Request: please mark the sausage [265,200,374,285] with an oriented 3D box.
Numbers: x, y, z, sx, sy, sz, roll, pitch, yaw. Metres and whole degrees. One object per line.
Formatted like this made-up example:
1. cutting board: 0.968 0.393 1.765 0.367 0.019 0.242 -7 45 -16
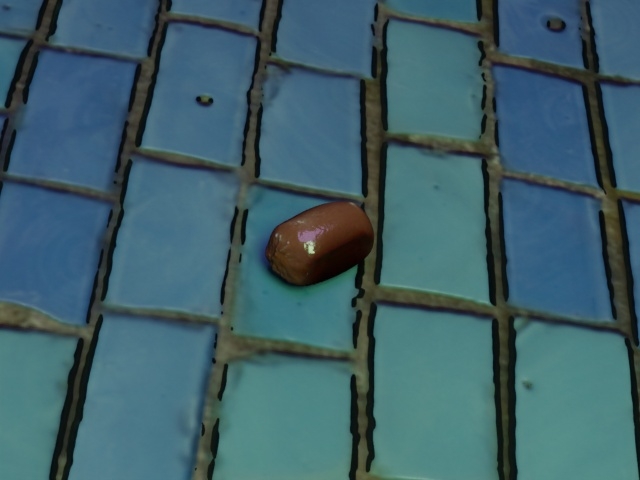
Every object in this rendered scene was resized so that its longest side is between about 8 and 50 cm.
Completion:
1. sausage: 0.000 0.000 1.185 0.094 0.059 0.054 -25 51 -29
